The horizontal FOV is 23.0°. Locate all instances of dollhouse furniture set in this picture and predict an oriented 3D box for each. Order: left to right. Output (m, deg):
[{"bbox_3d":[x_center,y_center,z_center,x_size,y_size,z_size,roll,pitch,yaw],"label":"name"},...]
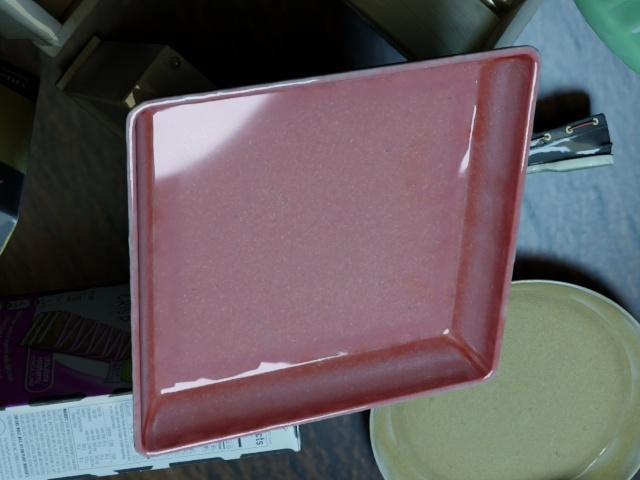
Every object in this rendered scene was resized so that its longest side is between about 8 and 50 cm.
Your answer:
[{"bbox_3d":[-0.023,-0.214,1.052,0.303,0.174,0.355,39,82,-22],"label":"dollhouse furniture set"}]

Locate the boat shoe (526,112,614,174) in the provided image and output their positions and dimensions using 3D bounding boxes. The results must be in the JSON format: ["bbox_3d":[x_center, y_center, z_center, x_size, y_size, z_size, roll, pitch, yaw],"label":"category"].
[{"bbox_3d":[0.146,-0.065,1.150,0.133,0.049,0.042,-9,88,5],"label":"boat shoe"}]

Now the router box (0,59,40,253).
[{"bbox_3d":[-0.333,-0.094,0.967,0.309,0.243,0.081,25,110,-18],"label":"router box"}]

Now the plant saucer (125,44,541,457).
[{"bbox_3d":[0.000,0.000,0.983,0.259,0.048,0.258,-11,126,-20],"label":"plant saucer"}]

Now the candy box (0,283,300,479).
[{"bbox_3d":[-0.138,0.095,1.126,0.233,0.159,0.071,-7,117,-5],"label":"candy box"}]

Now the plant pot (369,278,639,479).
[{"bbox_3d":[0.154,0.131,1.249,0.236,0.032,0.236,-3,115,-6],"label":"plant pot"}]

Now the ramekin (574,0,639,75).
[{"bbox_3d":[0.301,-0.232,0.962,0.303,0.148,0.303,0,88,-6],"label":"ramekin"}]
